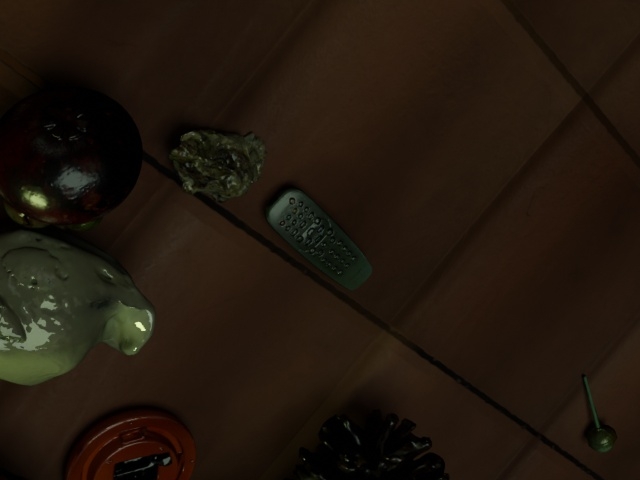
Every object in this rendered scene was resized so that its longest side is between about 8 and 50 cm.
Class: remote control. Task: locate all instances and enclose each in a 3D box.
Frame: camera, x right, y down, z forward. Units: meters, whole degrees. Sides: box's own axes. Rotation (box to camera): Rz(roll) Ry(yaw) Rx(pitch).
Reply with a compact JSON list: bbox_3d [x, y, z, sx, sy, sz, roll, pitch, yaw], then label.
[{"bbox_3d":[0.000,0.000,1.462,0.072,0.042,0.222,-46,127,1],"label":"remote control"}]

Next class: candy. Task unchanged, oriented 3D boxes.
[{"bbox_3d":[0.553,0.347,1.971,0.061,0.061,0.203,-29,118,-12],"label":"candy"}]

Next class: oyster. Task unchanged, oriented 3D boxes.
[{"bbox_3d":[-0.145,-0.099,1.321,0.165,0.053,0.108,11,121,-41],"label":"oyster"}]

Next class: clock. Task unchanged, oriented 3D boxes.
[{"bbox_3d":[-0.287,0.348,1.492,0.205,0.051,0.205,-13,122,-22],"label":"clock"}]

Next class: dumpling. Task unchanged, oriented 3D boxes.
[{"bbox_3d":[-0.383,0.090,1.252,0.318,0.187,0.243,4,154,-23],"label":"dumpling"}]

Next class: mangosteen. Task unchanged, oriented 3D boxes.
[{"bbox_3d":[-0.305,-0.088,1.175,0.199,0.200,0.200,-13,122,-22],"label":"mangosteen"}]

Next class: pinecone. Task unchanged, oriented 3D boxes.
[{"bbox_3d":[0.070,0.414,1.607,0.298,0.242,0.296,12,112,-43],"label":"pinecone"}]

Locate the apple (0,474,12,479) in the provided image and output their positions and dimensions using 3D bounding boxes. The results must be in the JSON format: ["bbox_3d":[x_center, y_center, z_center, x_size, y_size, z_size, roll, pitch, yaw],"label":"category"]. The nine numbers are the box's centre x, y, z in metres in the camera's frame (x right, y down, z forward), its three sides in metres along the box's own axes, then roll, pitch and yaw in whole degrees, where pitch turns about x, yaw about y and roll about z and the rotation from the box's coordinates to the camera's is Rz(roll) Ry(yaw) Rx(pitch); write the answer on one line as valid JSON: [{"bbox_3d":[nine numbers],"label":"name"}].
[{"bbox_3d":[-0.502,0.474,1.281,0.348,0.349,0.277,25,146,-37],"label":"apple"}]
